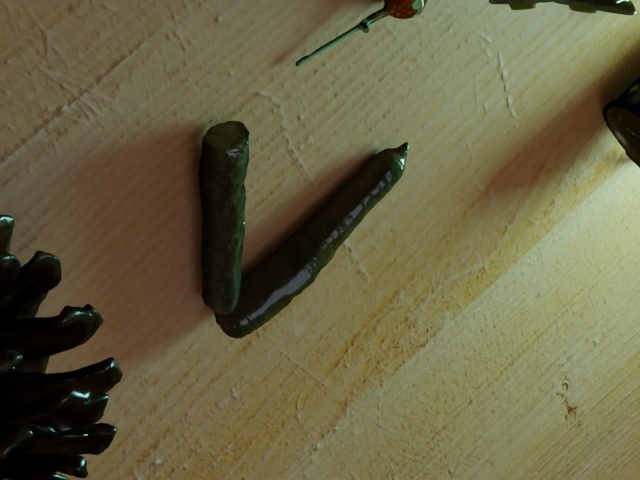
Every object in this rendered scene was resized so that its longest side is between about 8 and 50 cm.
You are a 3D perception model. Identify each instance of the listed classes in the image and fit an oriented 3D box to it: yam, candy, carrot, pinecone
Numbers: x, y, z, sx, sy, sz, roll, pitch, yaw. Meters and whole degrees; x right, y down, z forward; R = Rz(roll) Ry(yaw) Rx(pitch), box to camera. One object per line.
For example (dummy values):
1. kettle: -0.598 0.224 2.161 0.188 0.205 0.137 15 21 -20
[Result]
1. yam: -0.115 -0.023 1.781 0.061 0.061 0.274 -25 140 -28
2. candy: 0.049 -0.252 1.753 0.185 0.049 0.055 -33 -174 -10
3. carrot: -0.001 -0.001 1.920 0.342 0.070 0.070 -44 145 -8
4. pinecone: -0.376 0.150 1.443 0.398 0.398 0.397 -28 140 -26

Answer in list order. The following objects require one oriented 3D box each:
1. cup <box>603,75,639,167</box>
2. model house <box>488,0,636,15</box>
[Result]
1. cup: 0.560 -0.224 2.254 0.256 0.255 0.178 -44 107 -10
2. model house: 0.309 -0.436 1.787 0.324 0.340 0.300 -30 -170 15
